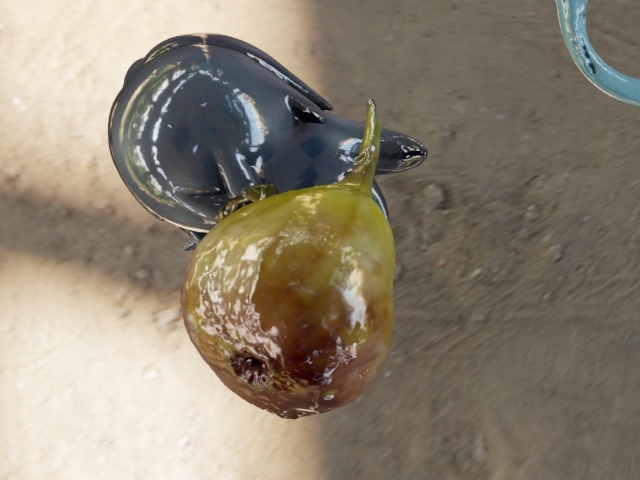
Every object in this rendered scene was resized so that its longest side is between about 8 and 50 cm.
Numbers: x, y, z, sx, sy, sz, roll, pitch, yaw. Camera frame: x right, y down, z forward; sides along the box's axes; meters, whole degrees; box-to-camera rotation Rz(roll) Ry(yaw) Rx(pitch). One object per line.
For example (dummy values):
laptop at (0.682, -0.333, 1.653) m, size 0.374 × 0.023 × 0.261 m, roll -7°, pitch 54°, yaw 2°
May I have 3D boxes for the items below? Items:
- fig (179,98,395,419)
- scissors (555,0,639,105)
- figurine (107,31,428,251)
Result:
fig at (0.000, 0.000, 1.278) m, size 0.159 × 0.159 × 0.257 m, roll 13°, pitch 58°, yaw 15°
scissors at (0.123, -0.231, 1.029) m, size 0.393 × 0.032 × 0.180 m, roll 36°, pitch 93°, yaw -2°
figurine at (-0.048, -0.059, 1.449) m, size 0.265 × 0.197 × 0.175 m, roll 24°, pitch 87°, yaw -16°
